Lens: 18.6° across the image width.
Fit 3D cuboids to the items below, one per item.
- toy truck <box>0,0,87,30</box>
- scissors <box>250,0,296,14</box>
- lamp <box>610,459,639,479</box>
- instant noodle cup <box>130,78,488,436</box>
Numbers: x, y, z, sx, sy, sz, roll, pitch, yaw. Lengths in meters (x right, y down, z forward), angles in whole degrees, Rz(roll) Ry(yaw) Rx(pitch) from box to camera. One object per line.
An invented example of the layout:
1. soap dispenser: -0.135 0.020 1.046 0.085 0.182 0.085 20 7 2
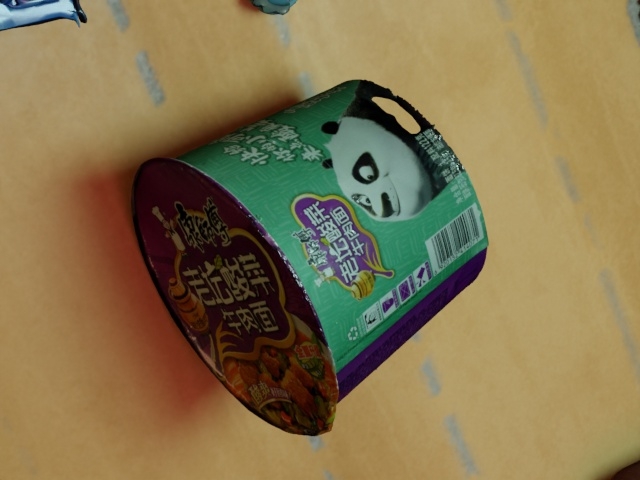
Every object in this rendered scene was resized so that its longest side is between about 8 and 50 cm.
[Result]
1. toy truck: -0.268 -0.223 1.404 0.126 0.113 0.208 -41 116 -12
2. scissors: 0.097 -0.312 1.585 0.393 0.032 0.180 -41 79 -4
3. lamp: 0.373 0.266 1.817 0.258 0.180 0.180 -22 112 -18
4. instant noodle cup: 0.000 0.000 1.535 0.190 0.251 0.251 -33 115 -26
